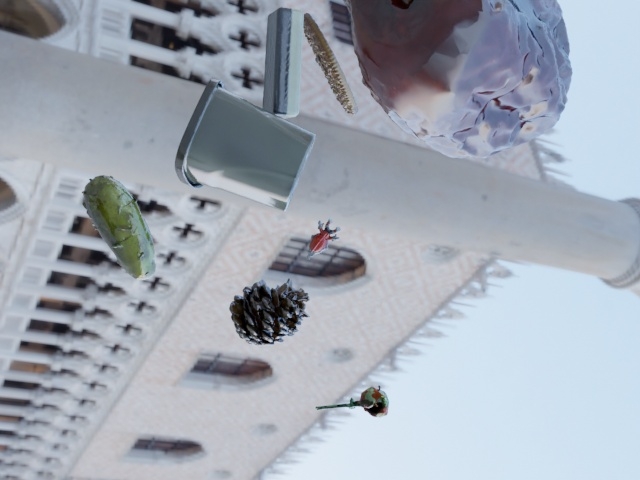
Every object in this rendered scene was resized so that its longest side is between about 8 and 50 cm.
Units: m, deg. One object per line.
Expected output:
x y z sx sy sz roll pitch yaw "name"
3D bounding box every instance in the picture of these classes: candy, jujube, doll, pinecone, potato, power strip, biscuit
0.053 0.293 1.567 0.185 0.049 0.055 -17 -84 47 "candy"
0.186 -0.260 1.167 0.276 0.377 0.276 -6 -104 25 "jujube"
0.000 -0.001 2.074 0.114 0.057 0.039 -51 -159 24 "doll"
-0.135 0.191 2.342 0.205 0.184 0.179 -28 -84 35 "pinecone"
-0.389 -0.025 1.724 0.117 0.090 0.225 -18 -78 60 "potato"
-0.085 -0.412 2.036 0.105 0.070 0.256 -166 -102 -70 "power strip"
0.021 -0.470 2.369 0.038 0.305 0.305 -27 -143 2 "biscuit"

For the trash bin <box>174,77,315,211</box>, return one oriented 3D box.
-0.156 -0.192 1.907 0.219 0.250 0.219 115 -4 -78 "trash bin"
